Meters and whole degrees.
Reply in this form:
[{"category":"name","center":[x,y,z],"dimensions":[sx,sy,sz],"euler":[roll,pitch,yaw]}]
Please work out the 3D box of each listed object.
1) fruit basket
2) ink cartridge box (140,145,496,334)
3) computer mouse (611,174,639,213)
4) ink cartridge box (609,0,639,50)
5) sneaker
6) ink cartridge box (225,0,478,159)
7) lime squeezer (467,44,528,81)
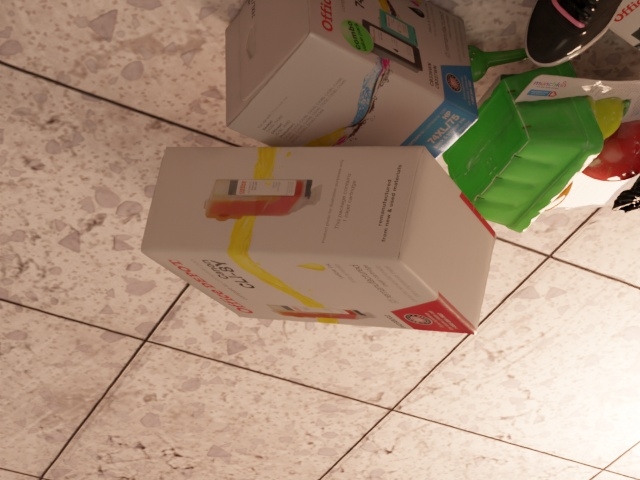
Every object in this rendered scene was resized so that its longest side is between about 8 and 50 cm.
[{"category":"fruit basket","center":[0.365,-0.142,2.047],"dimensions":[0.353,0.165,0.327],"euler":[-9,152,-32]},{"category":"ink cartridge box","center":[0.000,0.000,1.890],"dimensions":[0.385,0.160,0.279],"euler":[3,159,29]},{"category":"computer mouse","center":[0.545,-0.125,2.048],"dimensions":[0.272,0.072,0.188],"euler":[-46,170,17]},{"category":"ink cartridge box","center":[0.479,-0.314,1.882],"dimensions":[0.208,0.086,0.153],"euler":[27,130,-30]},{"category":"sneaker","center":[0.337,-0.333,1.753],"dimensions":[0.104,0.147,0.295],"euler":[45,116,11]},{"category":"ink cartridge box","center":[0.036,-0.222,1.873],"dimensions":[0.270,0.198,0.197],"euler":[22,134,-28]},{"category":"lime squeezer","center":[0.188,-0.224,2.007],"dimensions":[0.310,0.058,0.110],"euler":[-30,163,26]}]
